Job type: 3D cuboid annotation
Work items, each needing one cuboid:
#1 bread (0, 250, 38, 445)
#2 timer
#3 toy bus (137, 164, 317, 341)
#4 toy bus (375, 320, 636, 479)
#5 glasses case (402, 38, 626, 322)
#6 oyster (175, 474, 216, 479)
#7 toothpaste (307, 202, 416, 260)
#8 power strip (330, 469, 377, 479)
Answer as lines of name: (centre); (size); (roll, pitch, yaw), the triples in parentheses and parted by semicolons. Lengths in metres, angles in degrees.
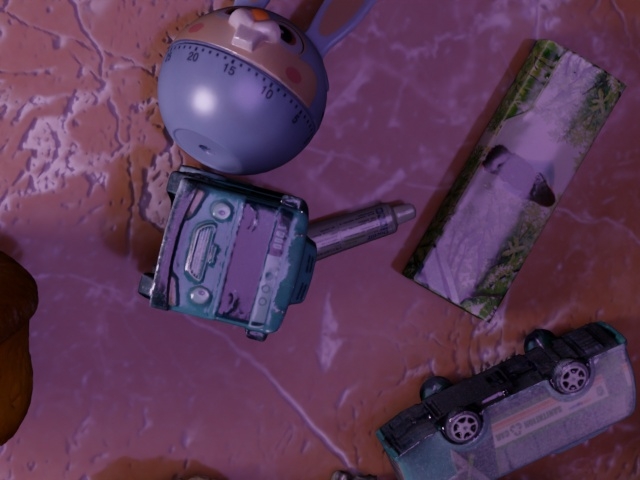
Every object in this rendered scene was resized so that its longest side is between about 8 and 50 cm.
bread: (-0.392, 0.104, 1.734); (0.312, 0.312, 0.172); (-11, 112, -10)
timer: (-0.051, -0.183, 1.822); (0.175, 0.175, 0.255); (25, 96, -13)
toy bus: (-0.079, 0.007, 1.784); (0.147, 0.256, 0.128); (14, 94, -2)
toy bus: (0.188, 0.171, 1.954); (0.262, 0.091, 0.109); (-23, 111, -7)
glasses case: (0.192, -0.059, 1.938); (0.095, 0.062, 0.272); (29, 90, -13)
oyster: (-0.164, 0.278, 1.908); (0.209, 0.072, 0.133); (-23, 107, 12)
toothpaste: (0.000, 0.000, 1.924); (0.197, 0.029, 0.048); (-18, 95, -4)
power strip: (0.030, 0.374, 1.964); (0.080, 0.048, 0.286); (5, 97, -11)
